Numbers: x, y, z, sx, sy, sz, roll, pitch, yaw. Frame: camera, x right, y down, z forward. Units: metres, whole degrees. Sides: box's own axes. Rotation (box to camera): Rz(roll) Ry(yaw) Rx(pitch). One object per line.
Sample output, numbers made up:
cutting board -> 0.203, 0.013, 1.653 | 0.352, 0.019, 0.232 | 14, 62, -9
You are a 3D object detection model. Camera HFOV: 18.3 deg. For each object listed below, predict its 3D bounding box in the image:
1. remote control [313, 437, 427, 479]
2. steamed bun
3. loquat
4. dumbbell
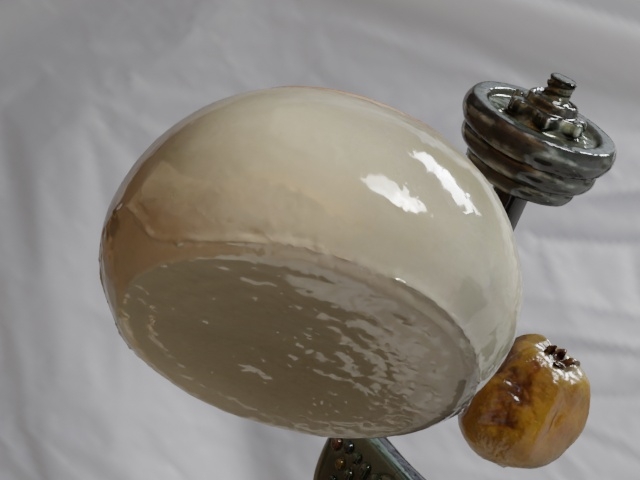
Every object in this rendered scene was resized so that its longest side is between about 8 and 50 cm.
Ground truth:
remote control -> 0.059, 0.187, 1.223 | 0.042, 0.222, 0.072 | 10, 112, -36
steamed bun -> 0.000, 0.000, 1.086 | 0.232, 0.232, 0.145 | 116, -10, -58
loquat -> 0.200, 0.158, 1.950 | 0.137, 0.137, 0.113 | -49, -154, 8
dumbbell -> 0.181, 0.003, 2.160 | 0.179, 0.179, 0.406 | -27, 143, -64
